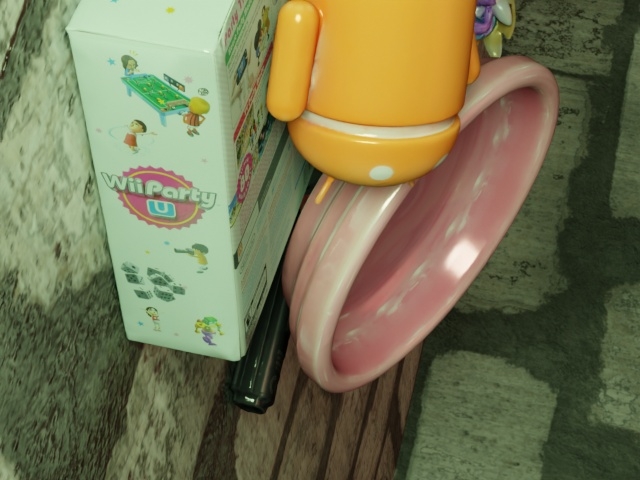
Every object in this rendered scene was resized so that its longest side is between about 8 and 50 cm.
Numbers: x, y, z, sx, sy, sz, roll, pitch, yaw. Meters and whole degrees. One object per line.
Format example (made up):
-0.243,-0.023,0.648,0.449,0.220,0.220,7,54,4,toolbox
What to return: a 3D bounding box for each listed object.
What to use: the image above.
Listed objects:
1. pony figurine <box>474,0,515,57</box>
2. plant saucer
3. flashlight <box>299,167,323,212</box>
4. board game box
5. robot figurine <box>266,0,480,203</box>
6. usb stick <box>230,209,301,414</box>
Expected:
0.184,-0.436,1.592,0.351,0.302,0.364,68,16,-71,pony figurine
0.077,-0.023,1.160,0.332,0.084,0.332,-45,157,-25,plant saucer
0.000,0.000,1.289,0.103,0.103,0.304,-95,168,-48,flashlight
-0.075,-0.096,0.946,0.303,0.097,0.224,90,14,-49,board game box
0.042,-0.132,0.922,0.158,0.128,0.219,-61,158,-64,robot figurine
-0.040,0.038,1.381,0.077,0.045,0.278,75,27,-73,usb stick
